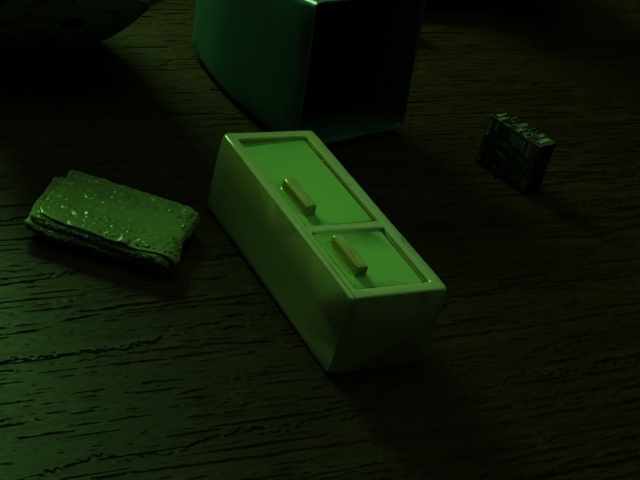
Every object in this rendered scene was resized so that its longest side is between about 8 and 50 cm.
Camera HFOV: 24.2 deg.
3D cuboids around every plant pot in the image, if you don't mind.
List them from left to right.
[{"bbox_3d":[-0.032,-0.233,1.676,0.166,0.165,0.234,-15,35,-40],"label":"plant pot"}]

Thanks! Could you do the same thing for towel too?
[{"bbox_3d":[-0.192,-0.018,1.384,0.148,0.027,0.110,16,30,2],"label":"towel"}]

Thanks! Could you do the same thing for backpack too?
[{"bbox_3d":[-0.301,-0.316,1.608,0.277,0.213,0.263,4,-6,-24],"label":"backpack"}]

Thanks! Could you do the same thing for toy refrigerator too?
[{"bbox_3d":[0.000,0.000,1.376,0.102,0.094,0.269,-4,37,-29],"label":"toy refrigerator"}]

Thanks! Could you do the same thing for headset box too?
[{"bbox_3d":[0.220,-0.097,1.656,0.032,0.062,0.083,-18,45,-41],"label":"headset box"}]

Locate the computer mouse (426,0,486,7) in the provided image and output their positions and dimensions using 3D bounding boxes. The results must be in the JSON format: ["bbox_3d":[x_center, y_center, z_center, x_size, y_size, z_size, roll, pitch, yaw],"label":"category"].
[{"bbox_3d":[0.135,-0.365,2.033,0.272,0.072,0.188,-15,42,-40],"label":"computer mouse"}]
